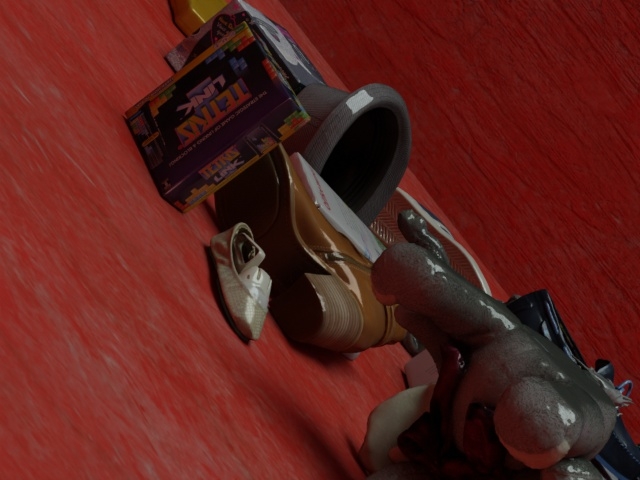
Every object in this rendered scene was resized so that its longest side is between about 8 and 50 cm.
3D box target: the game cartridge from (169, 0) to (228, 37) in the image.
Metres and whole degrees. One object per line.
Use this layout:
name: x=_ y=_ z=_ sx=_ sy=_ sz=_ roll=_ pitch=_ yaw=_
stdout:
game cartridge: x=-0.159 y=-0.338 z=2.350 sx=0.285 sy=0.053 sz=0.323 roll=47 pitch=13 yaw=-27

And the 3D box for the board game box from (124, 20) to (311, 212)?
board game box: x=-0.113 y=-0.132 z=1.458 sx=0.048 sy=0.170 sz=0.141 roll=44 pitch=12 yaw=-48

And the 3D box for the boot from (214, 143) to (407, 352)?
boot: x=0.000 y=0.000 z=1.586 sx=0.220 sy=0.109 sz=0.283 roll=10 pitch=48 yaw=-59

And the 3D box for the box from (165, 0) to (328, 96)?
box: x=-0.092 y=-0.235 z=1.996 sx=0.163 sy=0.142 sz=0.247 roll=55 pitch=10 yaw=10

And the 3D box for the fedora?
fedora: x=0.010 y=-0.125 z=1.926 sx=0.124 sy=0.243 sz=0.275 roll=33 pitch=-2 yaw=24

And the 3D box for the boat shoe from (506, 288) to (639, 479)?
boat shoe: x=0.316 y=0.173 z=1.636 sx=0.258 sy=0.089 sz=0.109 roll=51 pitch=10 yaw=-5

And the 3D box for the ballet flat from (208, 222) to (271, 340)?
ballet flat: x=-0.077 y=0.034 z=1.377 sx=0.057 sy=0.052 sz=0.168 roll=46 pitch=12 yaw=-35

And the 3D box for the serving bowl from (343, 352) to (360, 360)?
serving bowl: x=0.026 y=0.105 z=1.672 sx=0.083 sy=0.027 sz=0.083 roll=49 pitch=10 yaw=-12

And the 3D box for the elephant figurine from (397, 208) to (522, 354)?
elephant figurine: x=0.178 y=0.102 z=2.064 sx=0.239 sy=0.186 sz=0.169 roll=27 pitch=-25 yaw=-2

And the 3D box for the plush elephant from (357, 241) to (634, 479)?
plush elephant: x=0.134 y=0.199 z=1.284 sx=0.330 sy=0.255 sz=0.272 roll=27 pitch=17 yaw=-52

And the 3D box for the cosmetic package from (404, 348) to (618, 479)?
cosmetic package: x=0.255 y=0.283 z=1.703 sx=0.230 sy=0.161 sz=0.453 roll=49 pitch=10 yaw=-17

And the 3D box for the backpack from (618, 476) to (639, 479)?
backpack: x=0.501 y=0.382 z=2.065 sx=0.098 sy=0.101 sz=0.120 roll=42 pitch=6 yaw=-35

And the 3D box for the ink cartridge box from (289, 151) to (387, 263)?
ink cartridge box: x=0.012 y=0.009 z=1.765 sx=0.212 sy=0.093 sz=0.154 roll=48 pitch=10 yaw=-31

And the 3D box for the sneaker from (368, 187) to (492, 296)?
sneaker: x=0.216 y=0.047 z=2.443 sx=0.148 sy=0.131 sz=0.350 roll=28 pitch=25 yaw=-57

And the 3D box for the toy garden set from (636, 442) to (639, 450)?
toy garden set: x=0.517 y=0.455 z=2.274 sx=0.049 sy=0.244 sz=0.204 roll=11 pitch=4 yaw=21
